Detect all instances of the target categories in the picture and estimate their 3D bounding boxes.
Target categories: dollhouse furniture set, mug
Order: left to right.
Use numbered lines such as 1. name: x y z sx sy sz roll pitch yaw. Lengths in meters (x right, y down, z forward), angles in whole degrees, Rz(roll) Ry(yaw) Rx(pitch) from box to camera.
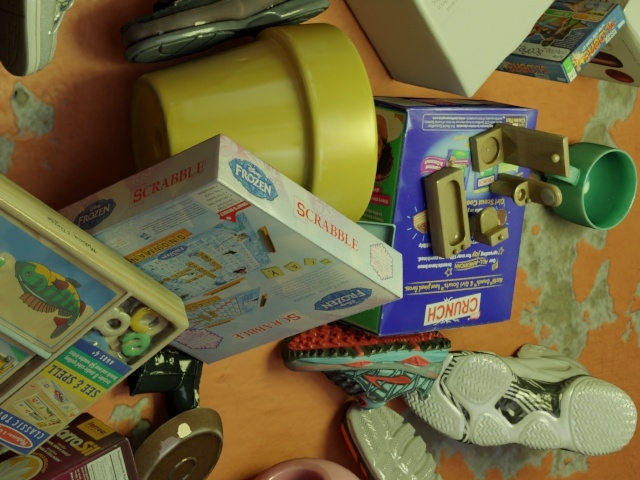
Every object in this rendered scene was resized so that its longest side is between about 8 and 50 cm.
1. dollhouse furniture set: 0.238 -0.058 1.846 0.151 0.123 0.144 -26 118 -34
2. mug: 0.409 -0.098 2.157 0.129 0.097 0.157 -46 127 -19

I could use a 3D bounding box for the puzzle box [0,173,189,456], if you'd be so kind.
1. puzzle box: -0.375 0.067 1.498 0.272 0.052 0.409 -39 132 15

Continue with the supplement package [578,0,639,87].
1. supplement package: 0.443 -0.342 2.041 0.194 0.203 0.149 45 74 -38

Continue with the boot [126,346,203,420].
1. boot: -0.202 0.188 1.770 0.099 0.045 0.121 8 91 -43

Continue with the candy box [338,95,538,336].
1. candy box: 0.159 -0.038 1.951 0.268 0.122 0.317 -3 104 -40

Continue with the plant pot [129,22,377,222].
1. plant pot: -0.090 -0.125 1.650 0.239 0.254 0.254 -8 109 -23

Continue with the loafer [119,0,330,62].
1. loafer: -0.123 -0.286 1.670 0.302 0.109 0.095 -21 90 -39

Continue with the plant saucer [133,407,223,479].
1. plant saucer: -0.184 0.289 1.781 0.168 0.029 0.168 -35 148 -26

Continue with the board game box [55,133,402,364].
1. board game box: -0.124 0.024 1.616 0.318 0.319 0.066 34 48 -41

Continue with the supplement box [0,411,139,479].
1. supplement box: -0.325 0.293 1.659 0.188 0.104 0.080 -26 118 -32

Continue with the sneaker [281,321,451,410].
1. sneaker: 0.063 0.186 1.941 0.262 0.104 0.125 3 110 -27

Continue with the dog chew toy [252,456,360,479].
1. dog chew toy: -0.003 0.459 1.926 0.207 0.207 0.331 -36 132 -26

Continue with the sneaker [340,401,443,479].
1. sneaker: 0.098 0.393 2.034 0.321 0.180 0.124 55 41 0

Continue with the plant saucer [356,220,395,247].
1. plant saucer: 0.000 0.000 1.827 0.192 0.018 0.067 6 101 -2

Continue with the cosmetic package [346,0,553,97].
1. cosmetic package: 0.114 -0.428 1.768 0.230 0.161 0.453 -49 128 -18

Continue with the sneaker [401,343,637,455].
1. sneaker: 0.286 0.234 2.137 0.366 0.210 0.137 11 96 -7

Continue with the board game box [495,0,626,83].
1. board game box: 0.307 -0.288 1.945 0.136 0.201 0.035 -45 127 -20

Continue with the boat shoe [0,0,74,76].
1. boat shoe: -0.295 -0.336 1.488 0.103 0.118 0.320 -2 97 -35
